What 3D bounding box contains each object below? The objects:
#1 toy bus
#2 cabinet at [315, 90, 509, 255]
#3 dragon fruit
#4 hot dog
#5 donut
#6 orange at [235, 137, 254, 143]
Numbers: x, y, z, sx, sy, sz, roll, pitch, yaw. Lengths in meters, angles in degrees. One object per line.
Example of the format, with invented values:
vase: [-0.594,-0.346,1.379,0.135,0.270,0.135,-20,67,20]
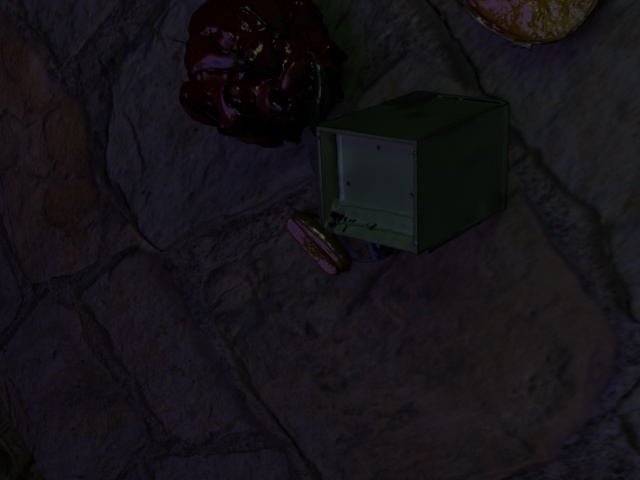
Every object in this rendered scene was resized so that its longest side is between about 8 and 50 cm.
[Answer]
toy bus: [0.047,-0.059,1.185,0.075,0.064,0.190,-19,96,52]
cabinet: [0.117,-0.085,1.002,0.145,0.206,0.150,15,118,38]
dragon fruit: [-0.107,-0.242,1.123,0.293,0.234,0.233,15,119,29]
hot dog: [0.000,0.000,1.276,0.133,0.041,0.056,48,134,6]
donut: [0.231,-0.292,0.900,0.181,0.078,0.146,26,126,25]
orange: [-0.107,-0.189,1.262,0.083,0.070,0.083,46,150,37]
